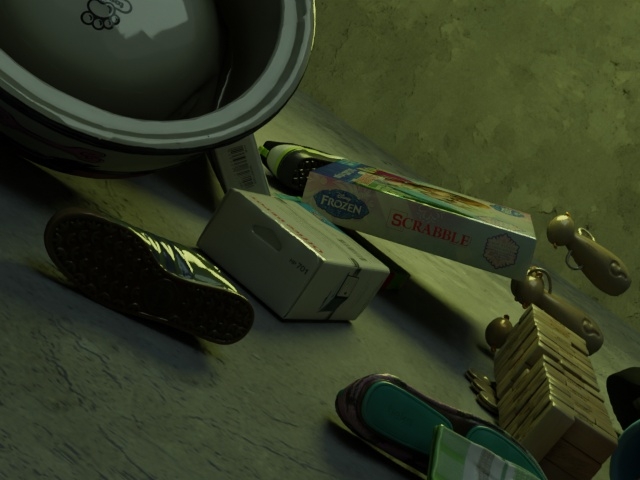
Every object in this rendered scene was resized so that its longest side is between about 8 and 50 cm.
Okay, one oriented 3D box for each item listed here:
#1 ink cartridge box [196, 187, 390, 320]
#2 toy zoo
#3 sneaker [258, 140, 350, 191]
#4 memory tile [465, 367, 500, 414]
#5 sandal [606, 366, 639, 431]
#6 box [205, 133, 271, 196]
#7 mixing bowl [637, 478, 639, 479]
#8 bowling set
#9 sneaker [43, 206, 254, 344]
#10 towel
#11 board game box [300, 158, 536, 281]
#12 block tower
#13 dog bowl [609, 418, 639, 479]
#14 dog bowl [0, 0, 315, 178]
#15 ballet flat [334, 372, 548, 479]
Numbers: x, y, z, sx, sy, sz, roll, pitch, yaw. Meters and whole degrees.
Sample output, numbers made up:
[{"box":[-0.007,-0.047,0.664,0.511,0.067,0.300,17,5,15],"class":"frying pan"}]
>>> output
[{"box":[-0.026,0.018,1.241,0.139,0.082,0.191,39,13,23],"class":"ink cartridge box"},{"box":[0.000,0.000,1.518,0.192,0.030,0.293,39,12,18],"class":"toy zoo"},{"box":[-0.019,-0.121,1.825,0.097,0.084,0.235,33,6,32],"class":"sneaker"},{"box":[0.247,0.214,1.389,0.148,0.012,0.113,31,12,-13],"class":"memory tile"},{"box":[0.462,0.251,1.461,0.446,0.107,0.167,124,-57,-80],"class":"sandal"},{"box":[-0.142,-0.194,1.469,0.322,0.058,0.232,-126,-160,-67],"class":"box"},{"box":[0.355,0.301,1.019,0.181,0.181,0.098,42,-23,32],"class":"mixing bowl"},{"box":[0.304,0.121,1.628,0.154,0.287,0.200,39,-33,-13],"class":"bowling set"},{"box":[-0.149,0.025,0.939,0.192,0.064,0.086,29,5,-26],"class":"sneaker"},{"box":[0.153,0.227,0.926,0.152,0.023,0.113,31,39,-16],"class":"towel"},{"box":[0.151,-0.039,1.630,0.318,0.066,0.319,17,10,6],"class":"board game box"},{"box":[0.269,0.184,1.311,0.097,0.091,0.335,34,17,-2],"class":"block tower"},{"box":[0.445,0.303,1.235,0.074,0.166,0.297,5,30,-45],"class":"dog bowl"},{"box":[-0.218,-0.242,1.133,0.408,0.150,0.408,12,63,-25],"class":"dog bowl"},{"box":[0.108,0.184,0.999,0.221,0.077,0.079,31,-14,-15],"class":"ballet flat"}]
